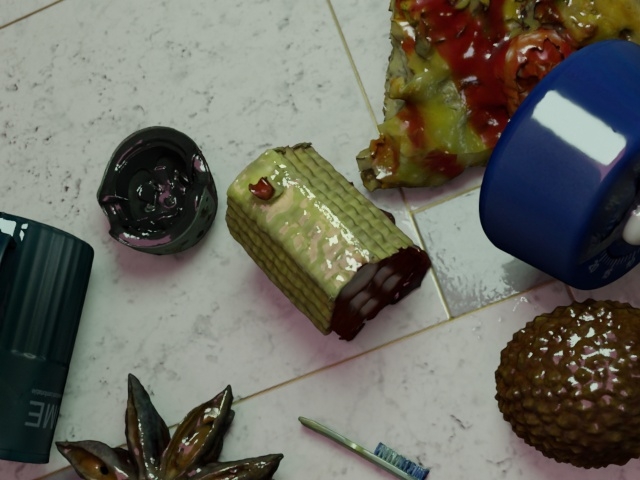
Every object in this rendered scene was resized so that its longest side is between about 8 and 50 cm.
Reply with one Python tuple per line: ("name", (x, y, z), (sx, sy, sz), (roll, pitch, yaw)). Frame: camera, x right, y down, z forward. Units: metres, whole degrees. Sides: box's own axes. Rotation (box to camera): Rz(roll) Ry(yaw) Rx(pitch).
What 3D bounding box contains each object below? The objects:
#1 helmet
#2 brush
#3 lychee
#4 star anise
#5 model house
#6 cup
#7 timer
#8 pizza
("helmet", (-0.203, -0.053, 1.415), (0.153, 0.107, 0.176), (-25, 55, 10))
("brush", (0.054, 0.256, 1.325), (0.179, 0.033, 0.030), (26, 80, 17))
("lychee", (0.312, 0.161, 1.200), (0.238, 0.200, 0.200), (-5, 78, 21))
("star anise", (-0.193, 0.325, 1.330), (0.332, 0.117, 0.331), (-3, 71, 8))
("model house", (0.000, 0.000, 1.277), (0.160, 0.254, 0.196), (-45, 72, 5))
("cup", (-0.441, 0.110, 1.337), (0.242, 0.308, 0.292), (8, 78, 21))
("timer", (0.385, -0.008, 1.106), (0.270, 0.270, 0.383), (-49, 58, 0))
("pizza", (0.204, -0.186, 1.282), (0.440, 0.130, 0.406), (29, 114, -19))
